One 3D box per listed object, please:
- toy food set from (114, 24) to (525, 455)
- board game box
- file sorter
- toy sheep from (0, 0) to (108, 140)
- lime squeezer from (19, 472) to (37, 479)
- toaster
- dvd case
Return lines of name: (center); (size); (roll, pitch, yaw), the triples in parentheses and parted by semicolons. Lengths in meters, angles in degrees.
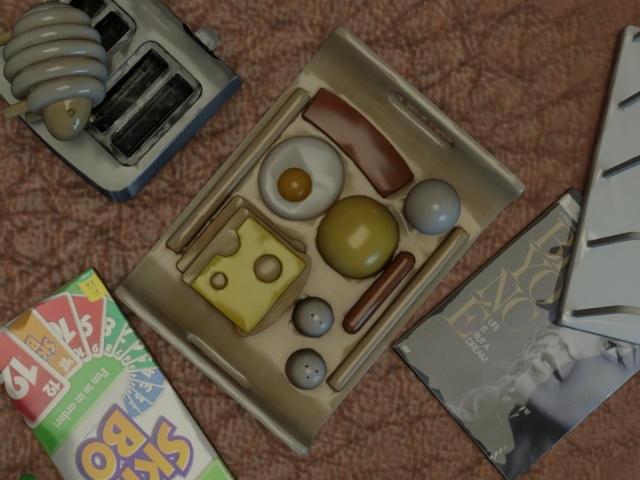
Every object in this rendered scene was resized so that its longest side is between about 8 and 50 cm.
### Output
toy food set: (0.000, 0.000, 1.334); (0.220, 0.092, 0.306); (40, 86, -3)
board game box: (-0.179, 0.164, 1.347); (0.124, 0.039, 0.259); (-34, 94, -4)
file sorter: (0.343, -0.041, 1.312); (0.193, 0.173, 0.278); (14, 85, -6)
toy sheep: (-0.212, -0.142, 1.216); (0.091, 0.091, 0.132); (-14, 84, -5)
lime squeezer: (-0.272, 0.293, 1.307); (0.059, 0.110, 0.310); (14, 119, -20)
toaster: (-0.183, -0.137, 1.314); (0.168, 0.110, 0.186); (44, 86, -1)
dvd case: (0.200, 0.084, 1.385); (0.221, 0.018, 0.164); (-41, 92, -5)
